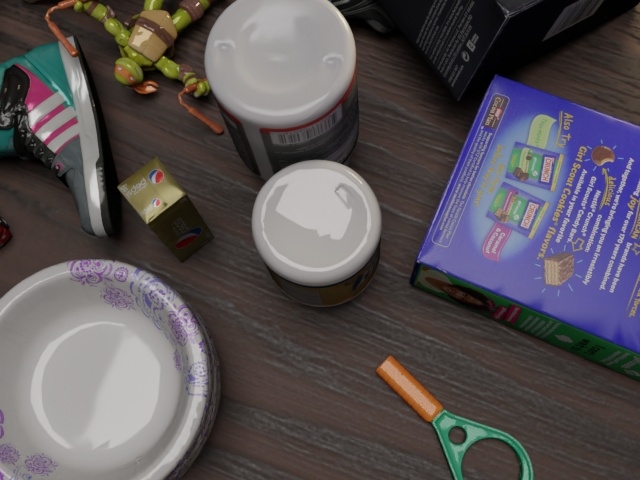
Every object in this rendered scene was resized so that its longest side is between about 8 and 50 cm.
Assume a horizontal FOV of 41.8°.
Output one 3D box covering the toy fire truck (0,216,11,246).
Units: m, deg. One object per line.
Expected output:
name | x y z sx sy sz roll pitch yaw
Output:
toy fire truck | -0.485 -0.079 1.078 0.047 0.135 0.192 -37 76 -7

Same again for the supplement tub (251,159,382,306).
supplement tub | 0.000 0.000 0.997 0.144 0.199 0.144 -1 76 3

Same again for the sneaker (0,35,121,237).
sneaker | -0.370 -0.121 1.087 0.179 0.124 0.295 -16 67 -6

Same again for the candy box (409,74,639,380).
candy box | 0.307 -0.015 1.026 0.317 0.122 0.268 23 77 10

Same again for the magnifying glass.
magnifying glass | 0.159 0.230 1.019 0.231 0.026 0.092 43 82 13

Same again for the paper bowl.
paper bowl | -0.259 0.173 0.993 0.284 0.148 0.284 -1 75 2

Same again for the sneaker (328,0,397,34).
sneaker | 0.101 -0.321 1.151 0.188 0.078 0.067 3 38 -10

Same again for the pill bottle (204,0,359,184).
pill bottle | -0.034 -0.158 0.998 0.161 0.283 0.161 -1 75 3

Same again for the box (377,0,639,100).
box | 0.235 -0.404 1.065 0.343 0.179 0.312 -29 76 -21

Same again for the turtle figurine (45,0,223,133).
turtle figurine | -0.213 -0.280 1.143 0.270 0.087 0.217 33 75 -12

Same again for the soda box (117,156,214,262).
soda box | -0.185 -0.033 1.025 0.058 0.181 0.061 -39 76 -7

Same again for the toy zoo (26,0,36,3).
toy zoo | -0.329 -0.485 1.173 0.192 0.030 0.293 -2 70 43
